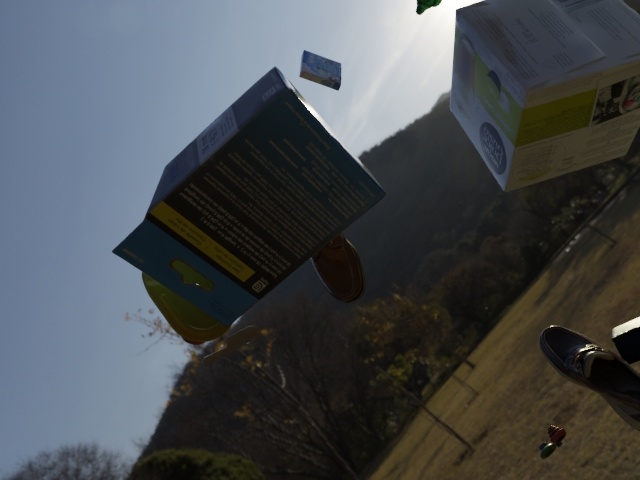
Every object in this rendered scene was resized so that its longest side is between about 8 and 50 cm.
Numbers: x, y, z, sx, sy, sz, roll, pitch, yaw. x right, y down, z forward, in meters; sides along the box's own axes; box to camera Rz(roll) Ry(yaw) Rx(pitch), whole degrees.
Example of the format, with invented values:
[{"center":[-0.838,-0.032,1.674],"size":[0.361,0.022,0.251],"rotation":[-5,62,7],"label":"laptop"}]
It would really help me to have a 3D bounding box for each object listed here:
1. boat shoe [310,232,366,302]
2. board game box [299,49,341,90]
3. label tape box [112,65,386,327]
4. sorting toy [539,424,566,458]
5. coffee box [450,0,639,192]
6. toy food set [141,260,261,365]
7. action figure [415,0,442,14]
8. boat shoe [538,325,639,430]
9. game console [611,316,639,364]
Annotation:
[{"center":[0.000,0.000,1.275],"size":[0.111,0.307,0.104],"rotation":[-31,-20,16],"label":"boat shoe"},{"center":[0.001,-0.367,1.221],"size":[0.090,0.090,0.020],"rotation":[-89,19,-44],"label":"board game box"},{"center":[-0.107,-0.054,0.856],"size":[0.334,0.106,0.240],"rotation":[-39,-54,11],"label":"label tape box"},{"center":[0.610,0.529,1.506],"size":[0.061,0.042,0.102],"rotation":[13,-66,-39],"label":"sorting toy"},{"center":[0.543,-0.378,1.376],"size":[0.338,0.337,0.334],"rotation":[-18,-35,-3],"label":"coffee box"},{"center":[-0.216,0.107,0.965],"size":[0.128,0.218,0.071],"rotation":[-36,6,-34],"label":"toy food set"},{"center":[0.308,-0.682,1.440],"size":[0.232,0.137,0.063],"rotation":[-57,1,30],"label":"action figure"},{"center":[0.649,0.294,1.327],"size":[0.123,0.342,0.123],"rotation":[-36,-51,-3],"label":"boat shoe"},{"center":[0.845,0.257,1.499],"size":[0.122,0.071,0.107],"rotation":[-34,-3,29],"label":"game console"}]
